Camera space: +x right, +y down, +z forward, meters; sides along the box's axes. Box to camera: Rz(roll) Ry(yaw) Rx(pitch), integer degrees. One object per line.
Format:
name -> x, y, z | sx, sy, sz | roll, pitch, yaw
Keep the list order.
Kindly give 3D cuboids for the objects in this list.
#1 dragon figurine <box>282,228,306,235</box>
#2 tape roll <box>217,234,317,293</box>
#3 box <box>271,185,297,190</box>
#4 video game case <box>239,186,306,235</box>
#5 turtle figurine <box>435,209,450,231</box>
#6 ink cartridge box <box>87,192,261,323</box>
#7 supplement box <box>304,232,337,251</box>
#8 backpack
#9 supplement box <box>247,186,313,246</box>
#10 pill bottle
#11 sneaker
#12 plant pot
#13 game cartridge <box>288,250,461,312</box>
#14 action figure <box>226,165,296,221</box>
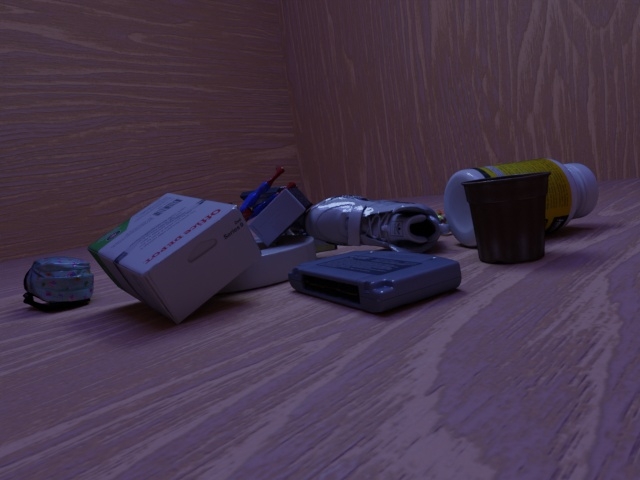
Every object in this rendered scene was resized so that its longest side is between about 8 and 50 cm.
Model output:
dragon figurine -> -0.136, -0.001, 1.427 | 0.085, 0.144, 0.289 | -14, -10, -30
tape roll -> -0.201, 0.053, 1.145 | 0.391, 0.072, 0.392 | -8, 7, 1
box -> -0.170, -0.129, 1.989 | 0.166, 0.203, 0.168 | -9, 7, -5
video game case -> -0.105, -0.073, 1.478 | 0.196, 0.026, 0.274 | 0, -33, 48
turtle figurine -> 0.299, -0.057, 1.393 | 0.217, 0.087, 0.269 | -11, 8, -24
ink cartridge box -> -0.288, 0.020, 0.899 | 0.289, 0.122, 0.211 | 13, 46, 47
supplement box -> 0.000, 0.000, 1.391 | 0.083, 0.056, 0.083 | -9, 7, -9
backpack -> -0.608, 0.095, 1.080 | 0.151, 0.115, 0.181 | -10, 10, -39
supplement box -> -0.095, -0.067, 1.180 | 0.130, 0.073, 0.239 | -43, 4, 8
pill bottle -> 0.494, -0.100, 1.135 | 0.333, 0.188, 0.188 | -10, 8, -13
sneaker -> 0.140, -0.043, 1.163 | 0.365, 0.138, 0.210 | 2, 6, -3
plant pot -> 0.378, -0.046, 0.928 | 0.166, 0.165, 0.167 | -8, 8, 1
game cartridge -> 0.094, 0.063, 0.834 | 0.197, 0.062, 0.297 | -7, 6, -30
action figure -> -0.207, -0.088, 1.299 | 0.280, 0.091, 0.139 | -44, 20, -13
